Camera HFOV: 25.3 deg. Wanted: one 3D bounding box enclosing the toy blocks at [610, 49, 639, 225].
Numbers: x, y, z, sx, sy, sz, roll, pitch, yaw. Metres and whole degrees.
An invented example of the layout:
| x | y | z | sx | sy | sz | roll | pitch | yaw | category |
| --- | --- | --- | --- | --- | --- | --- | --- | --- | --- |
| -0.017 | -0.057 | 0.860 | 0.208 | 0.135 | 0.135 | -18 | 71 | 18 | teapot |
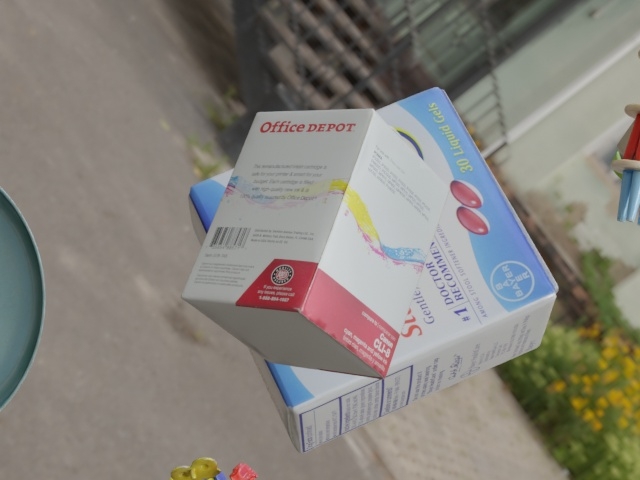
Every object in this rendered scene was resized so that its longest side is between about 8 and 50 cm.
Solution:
| x | y | z | sx | sy | sz | roll | pitch | yaw | category |
| --- | --- | --- | --- | --- | --- | --- | --- | --- | --- |
| 0.298 | -0.080 | 1.237 | 0.054 | 0.148 | 0.123 | 12 | -4 | 34 | toy blocks |

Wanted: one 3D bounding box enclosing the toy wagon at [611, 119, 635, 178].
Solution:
| x | y | z | sx | sy | sz | roll | pitch | yaw | category |
| --- | --- | --- | --- | --- | --- | --- | --- | --- | --- |
| 0.565 | -0.210 | 2.035 | 0.344 | 0.267 | 0.068 | -23 | 64 | -36 | toy wagon |

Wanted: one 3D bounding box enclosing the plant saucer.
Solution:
| x | y | z | sx | sy | sz | roll | pitch | yaw | category |
| --- | --- | --- | --- | --- | --- | --- | --- | --- | --- |
| -0.430 | 0.062 | 1.515 | 0.318 | 0.317 | 0.043 | 54 | 11 | 10 | plant saucer |

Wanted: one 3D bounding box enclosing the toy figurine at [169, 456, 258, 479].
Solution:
| x | y | z | sx | sy | sz | roll | pitch | yaw | category |
| --- | --- | --- | --- | --- | --- | --- | --- | --- | --- |
| -0.188 | 0.411 | 1.906 | 0.191 | 0.362 | 0.217 | 56 | 16 | 3 | toy figurine |

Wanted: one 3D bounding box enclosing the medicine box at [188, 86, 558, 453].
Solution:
| x | y | z | sx | sy | sz | roll | pitch | yaw | category |
| --- | --- | --- | --- | --- | --- | --- | --- | --- | --- |
| 0.049 | 0.029 | 1.456 | 0.149 | 0.289 | 0.263 | 89 | -24 | -66 | medicine box |

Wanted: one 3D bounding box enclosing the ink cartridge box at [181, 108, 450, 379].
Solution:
| x | y | z | sx | sy | sz | roll | pitch | yaw | category |
| --- | --- | --- | --- | --- | --- | --- | --- | --- | --- |
| 0.000 | 0.000 | 1.134 | 0.128 | 0.176 | 0.127 | 4 | -25 | 40 | ink cartridge box |
